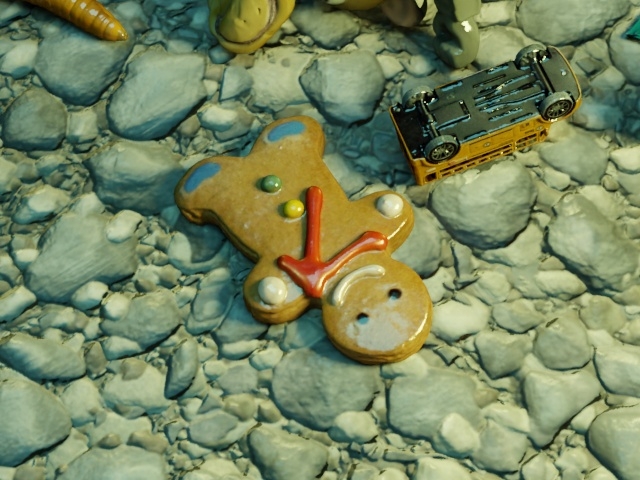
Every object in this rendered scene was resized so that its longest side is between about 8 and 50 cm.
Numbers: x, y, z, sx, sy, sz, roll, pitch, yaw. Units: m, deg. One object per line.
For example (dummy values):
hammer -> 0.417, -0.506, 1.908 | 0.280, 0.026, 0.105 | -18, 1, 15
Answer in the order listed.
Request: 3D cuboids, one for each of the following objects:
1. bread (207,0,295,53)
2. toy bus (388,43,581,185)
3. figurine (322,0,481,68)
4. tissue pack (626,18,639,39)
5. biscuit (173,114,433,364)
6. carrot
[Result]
bread -> -0.078, -0.329, 1.805 | 0.081, 0.134, 0.225 | 11, 56, -24
toy bus -> 0.177, -0.132, 1.671 | 0.195, 0.088, 0.083 | -20, 59, -2
figurine -> 0.073, -0.349, 1.711 | 0.167, 0.285, 0.342 | -14, 81, -29
tissue pack -> 0.416, -0.225, 1.728 | 0.138, 0.028, 0.085 | 32, 65, 29
biscuit -> -0.001, -0.001, 1.645 | 0.205, 0.049, 0.324 | -31, 62, -11
carrot -> -0.338, -0.301, 1.864 | 0.271, 0.062, 0.066 | 18, 31, 13
